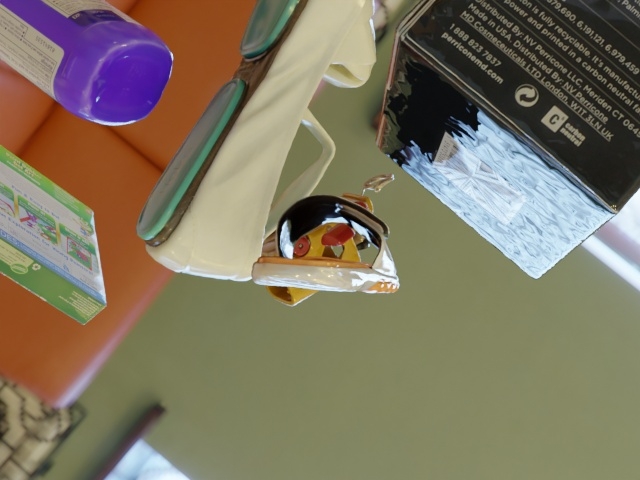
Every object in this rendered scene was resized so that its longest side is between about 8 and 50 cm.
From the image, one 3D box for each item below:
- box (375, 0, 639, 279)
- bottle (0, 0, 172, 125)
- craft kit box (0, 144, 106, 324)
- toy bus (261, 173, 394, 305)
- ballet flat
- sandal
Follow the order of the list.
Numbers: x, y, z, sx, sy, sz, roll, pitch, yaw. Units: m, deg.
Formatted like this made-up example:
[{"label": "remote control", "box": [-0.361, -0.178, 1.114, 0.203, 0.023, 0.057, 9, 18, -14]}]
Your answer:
[{"label": "box", "box": [0.330, -0.245, 1.466, 0.472, 0.297, 0.480, -49, 174, -7]}, {"label": "bottle", "box": [-0.265, -0.207, 1.148, 0.118, 0.283, 0.092, -3, 124, -60]}, {"label": "craft kit box", "box": [-0.430, -0.026, 1.846, 0.061, 0.250, 0.247, -39, -144, 17]}, {"label": "toy bus", "box": [0.007, 0.009, 1.737, 0.202, 0.104, 0.191, -14, -159, 22]}, {"label": "ballet flat", "box": [-0.028, -0.141, 1.173, 0.400, 0.139, 0.139, -63, 174, -5]}, {"label": "sandal", "box": [0.010, 0.001, 1.012, 0.265, 0.102, 0.076, 11, 85, -82]}]
